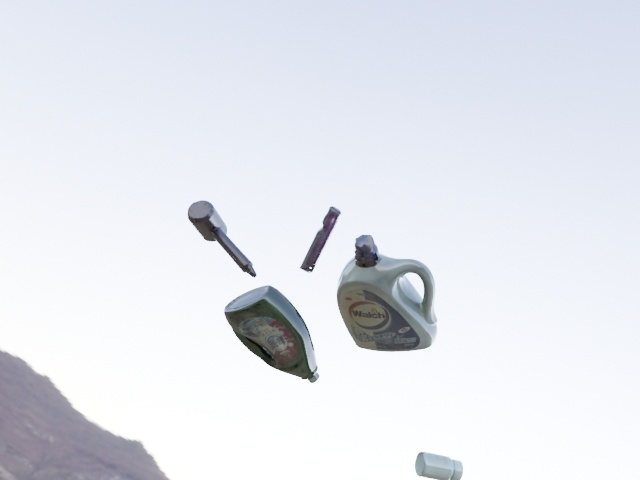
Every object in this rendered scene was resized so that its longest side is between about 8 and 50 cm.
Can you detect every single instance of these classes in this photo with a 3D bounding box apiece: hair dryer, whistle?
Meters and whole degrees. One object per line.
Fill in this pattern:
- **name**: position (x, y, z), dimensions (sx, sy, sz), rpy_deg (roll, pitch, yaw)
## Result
- **hair dryer**: position (-0.239, 0.005, 1.614), dimensions (0.248, 0.071, 0.114), rpy_deg (47, -10, 32)
- **whistle**: position (0.000, 0.000, 1.478), dimensions (0.033, 0.033, 0.176), rpy_deg (29, -65, 6)

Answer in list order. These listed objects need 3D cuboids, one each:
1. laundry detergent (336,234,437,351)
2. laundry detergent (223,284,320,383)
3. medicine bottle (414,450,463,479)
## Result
- **laundry detergent**: position (0.137, 0.107, 1.379), dimensions (0.215, 0.105, 0.280), rpy_deg (0, -54, 20)
- **laundry detergent**: position (-0.076, 0.182, 1.182), dimensions (0.137, 0.063, 0.210), rpy_deg (-23, -65, 29)
- **medicine bottle**: position (0.223, 0.428, 1.228), dimensions (0.083, 0.047, 0.047), rpy_deg (16, -25, -13)
